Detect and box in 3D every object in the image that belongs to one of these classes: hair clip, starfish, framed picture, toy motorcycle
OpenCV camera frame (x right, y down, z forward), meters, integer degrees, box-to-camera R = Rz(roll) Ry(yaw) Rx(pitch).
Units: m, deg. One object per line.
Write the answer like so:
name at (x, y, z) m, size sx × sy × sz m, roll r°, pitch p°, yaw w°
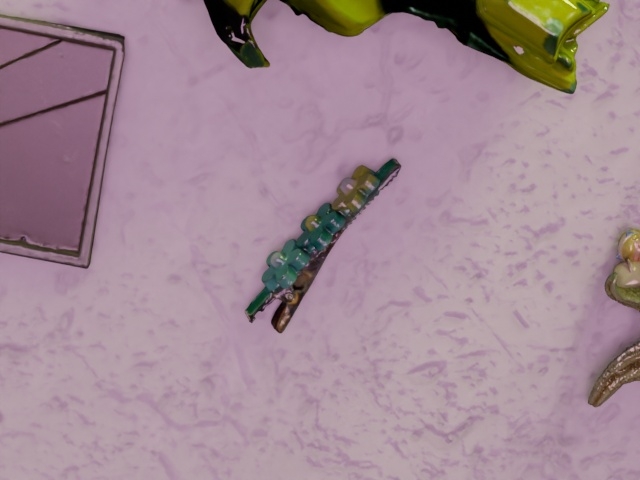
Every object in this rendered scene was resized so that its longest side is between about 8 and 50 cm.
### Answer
hair clip at (0.000, 0.000, 1.483) m, size 0.049 × 0.049 × 0.173 m, roll 37°, pitch 98°, yaw -7°
starfish at (0.305, 0.079, 1.483) m, size 0.223 × 0.050 × 0.217 m, roll 32°, pitch 132°, yaw -29°
framed picture at (-0.292, -0.089, 1.472) m, size 0.259 × 0.023 × 0.189 m, roll 9°, pitch 100°, yaw -3°
toy motorcycle at (0.044, -0.205, 1.401) m, size 0.342 × 0.142 × 0.206 m, roll 19°, pitch 100°, yaw -3°

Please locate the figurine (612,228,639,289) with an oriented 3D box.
figurine at (0.269, 0.013, 1.496) m, size 0.083 × 0.047 × 0.051 m, roll -7°, pitch 85°, yaw 7°
